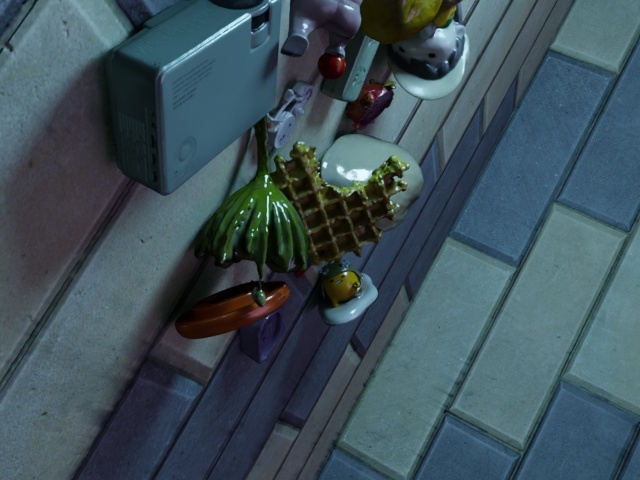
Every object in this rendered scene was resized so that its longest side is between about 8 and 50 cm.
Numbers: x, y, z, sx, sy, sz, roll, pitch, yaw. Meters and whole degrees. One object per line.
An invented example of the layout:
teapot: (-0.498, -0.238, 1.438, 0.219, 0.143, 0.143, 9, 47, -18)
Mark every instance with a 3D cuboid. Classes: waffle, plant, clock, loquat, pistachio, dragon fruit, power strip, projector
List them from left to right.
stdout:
projector: (-0.159, -0.206, 1.025, 0.257, 0.099, 0.192, -48, 157, -40)
clock: (-0.152, 0.113, 1.372, 0.205, 0.205, 0.051, -33, 106, -58)
clock: (-0.127, 0.191, 1.744, 0.110, 0.050, 0.153, -51, 159, -35)
plant: (-0.075, -0.083, 1.338, 0.251, 0.180, 0.333, -32, 142, -77)
clock: (-0.057, -0.223, 1.381, 0.129, 0.041, 0.087, -57, 165, -4)
waffle: (0.014, -0.067, 1.531, 0.293, 0.069, 0.260, 10, 120, -28)
pistachio: (0.090, -0.121, 1.702, 0.332, 0.208, 0.226, -15, 87, -49)
power strip: (0.085, -0.404, 1.511, 0.093, 0.053, 0.288, -16, 131, -66)
dragon fruit: (0.096, -0.294, 1.687, 0.112, 0.068, 0.126, -37, 166, -22)
loquat: (0.120, -0.448, 1.348, 0.187, 0.176, 0.234, -50, 146, -38)

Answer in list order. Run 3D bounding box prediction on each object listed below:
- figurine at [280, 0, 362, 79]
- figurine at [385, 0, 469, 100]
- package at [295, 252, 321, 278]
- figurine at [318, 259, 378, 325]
figurine: (0.006, -0.386, 1.144, 0.186, 0.176, 0.287, -169, -94, -66)
figurine: (0.225, -0.463, 1.637, 0.204, 0.185, 0.332, -54, 153, -47)
package: (0.000, 0.000, 1.882, 0.200, 0.022, 0.083, -51, 158, -32)
figurine: (0.051, 0.101, 2.085, 0.250, 0.166, 0.141, -84, 153, -68)
